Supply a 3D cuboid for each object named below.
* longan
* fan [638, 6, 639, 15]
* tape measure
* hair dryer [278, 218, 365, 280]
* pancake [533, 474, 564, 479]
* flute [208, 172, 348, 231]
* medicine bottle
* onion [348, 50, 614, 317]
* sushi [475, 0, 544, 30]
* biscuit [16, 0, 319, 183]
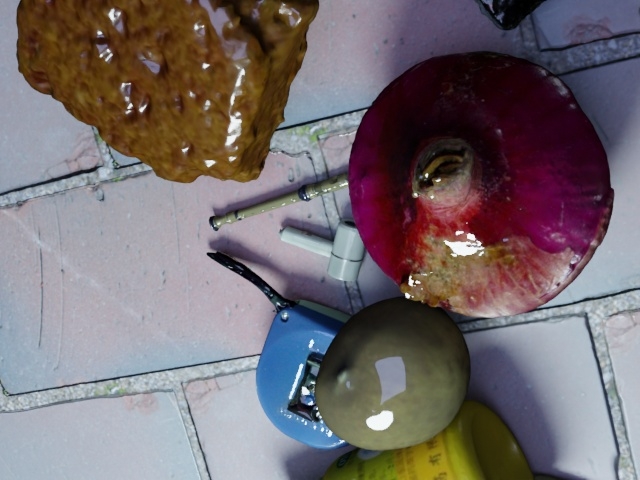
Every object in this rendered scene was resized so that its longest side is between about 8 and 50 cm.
[{"bbox_3d":[0.098,0.179,1.451,0.197,0.196,0.220,37,97,5],"label":"longan"},{"bbox_3d":[0.422,-0.418,1.354,0.057,0.023,0.281,2,105,14],"label":"fan"},{"bbox_3d":[-0.050,0.171,1.634,0.351,0.098,0.215,23,110,13],"label":"tape measure"},{"bbox_3d":[0.000,0.000,1.598,0.137,0.047,0.082,18,109,20],"label":"hair dryer"},{"bbox_3d":[0.361,0.454,1.610,0.222,0.042,0.236,-42,89,27],"label":"pancake"},{"bbox_3d":[-0.059,-0.057,1.607,0.233,0.027,0.027,-17,100,21],"label":"flute"},{"bbox_3d":[0.104,0.400,1.579,0.384,0.224,0.224,-30,95,24],"label":"medicine bottle"},{"bbox_3d":[0.183,-0.074,1.337,0.348,0.385,0.347,-1,88,18],"label":"onion"},{"bbox_3d":[0.203,-0.371,1.371,0.115,0.147,0.212,-41,86,24],"label":"sushi"},{"bbox_3d":[-0.226,-0.271,1.478,0.395,0.166,0.342,30,131,8],"label":"biscuit"}]
